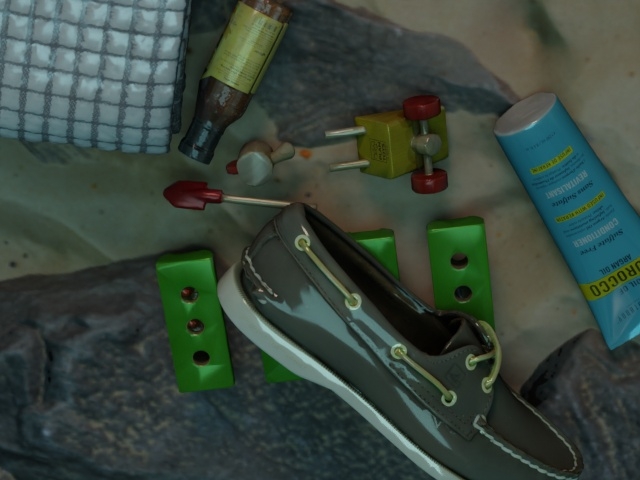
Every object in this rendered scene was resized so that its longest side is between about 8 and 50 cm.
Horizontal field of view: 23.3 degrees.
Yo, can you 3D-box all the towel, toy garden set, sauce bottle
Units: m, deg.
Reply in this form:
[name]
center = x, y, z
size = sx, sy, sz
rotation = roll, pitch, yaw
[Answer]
[towel]
center = -0.194, -0.212, 1.053
size = 0.235, 0.121, 0.283
rotation = 9, 111, -1
[toy garden set]
center = 0.000, 0.000, 1.160
size = 0.244, 0.049, 0.204
rotation = -7, 111, 4
[sauce bottle]
center = -0.064, -0.117, 1.113
size = 0.042, 0.042, 0.128
rotation = 27, 97, -8

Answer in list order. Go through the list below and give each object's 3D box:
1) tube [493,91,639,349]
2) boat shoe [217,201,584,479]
[tube]
center = 0.202, -0.014, 1.155
size = 0.080, 0.052, 0.207
rotation = -29, 112, 17
[boat shoe]
center = 0.073, 0.089, 1.108
size = 0.305, 0.109, 0.091
rotation = 35, 113, -8
